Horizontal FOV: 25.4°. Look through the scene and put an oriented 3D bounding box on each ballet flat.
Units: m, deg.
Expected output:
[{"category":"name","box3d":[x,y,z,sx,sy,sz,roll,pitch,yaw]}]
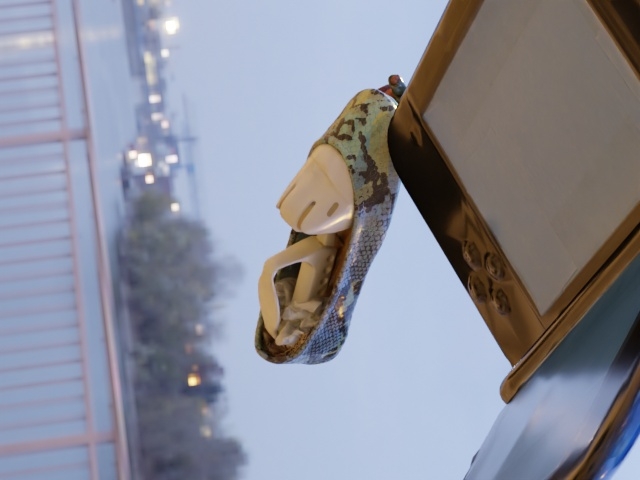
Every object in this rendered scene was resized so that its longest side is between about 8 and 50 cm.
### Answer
[{"category":"ballet flat","box3d":[0.000,0.000,0.833,0.070,0.070,0.188,-107,-155,-57]}]

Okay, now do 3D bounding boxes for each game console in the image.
[{"category":"game console","box3d":[0.068,0.004,0.609,0.250,0.173,0.293,61,-24,18]}]

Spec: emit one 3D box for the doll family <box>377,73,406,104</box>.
[{"category":"doll family","box3d":[0.110,-0.075,1.161,0.111,0.076,0.193,23,-31,43]}]
